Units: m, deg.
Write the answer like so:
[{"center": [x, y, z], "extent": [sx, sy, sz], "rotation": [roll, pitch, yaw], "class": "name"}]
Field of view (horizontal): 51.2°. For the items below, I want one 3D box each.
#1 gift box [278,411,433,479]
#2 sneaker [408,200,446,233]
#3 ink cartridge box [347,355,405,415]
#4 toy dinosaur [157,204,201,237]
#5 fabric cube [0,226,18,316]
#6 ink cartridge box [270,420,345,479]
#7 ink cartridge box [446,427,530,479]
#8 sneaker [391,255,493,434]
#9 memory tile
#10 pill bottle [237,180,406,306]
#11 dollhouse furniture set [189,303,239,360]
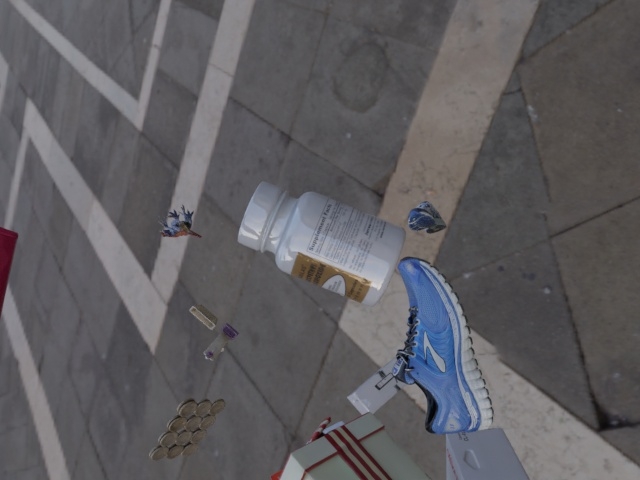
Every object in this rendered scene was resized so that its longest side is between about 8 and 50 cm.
[{"center": [0.059, 0.508, 1.300], "extent": [0.258, 0.276, 0.255], "rotation": [41, 122, 30], "class": "gift box"}, {"center": [0.209, -0.052, 1.361], "extent": [0.052, 0.135, 0.058], "rotation": [-25, 70, 23], "class": "sneaker"}, {"center": [0.190, 0.436, 2.018], "extent": [0.086, 0.203, 0.148], "rotation": [49, 165, 10], "class": "ink cartridge box"}, {"center": [-0.213, -0.015, 0.984], "extent": [0.090, 0.047, 0.082], "rotation": [65, 153, 27], "class": "toy dinosaur"}, {"center": [-0.515, 0.089, 0.682], "extent": [0.259, 0.254, 0.258], "rotation": [-4, 73, 30], "class": "fabric cube"}, {"center": [-0.007, 0.561, 1.667], "extent": [0.189, 0.232, 0.066], "rotation": [-148, 39, -69], "class": "ink cartridge box"}, {"center": [0.336, 0.570, 1.342], "extent": [0.226, 0.131, 0.306], "rotation": [-98, 5, -74], "class": "ink cartridge box"}, {"center": [0.191, 0.189, 1.185], "extent": [0.130, 0.147, 0.330], "rotation": [83, 171, -83], "class": "sneaker"}, {"center": [-0.249, 0.352, 1.248], "extent": [0.012, 0.113, 0.148], "rotation": [44, 108, 34], "class": "memory tile"}, {"center": [0.000, 0.000, 1.005], "extent": [0.131, 0.229, 0.131], "rotation": [22, -90, -89], "class": "pill bottle"}, {"center": [-0.253, 0.204, 1.429], "extent": [0.114, 0.081, 0.091], "rotation": [42, 145, -3], "class": "dollhouse furniture set"}]
